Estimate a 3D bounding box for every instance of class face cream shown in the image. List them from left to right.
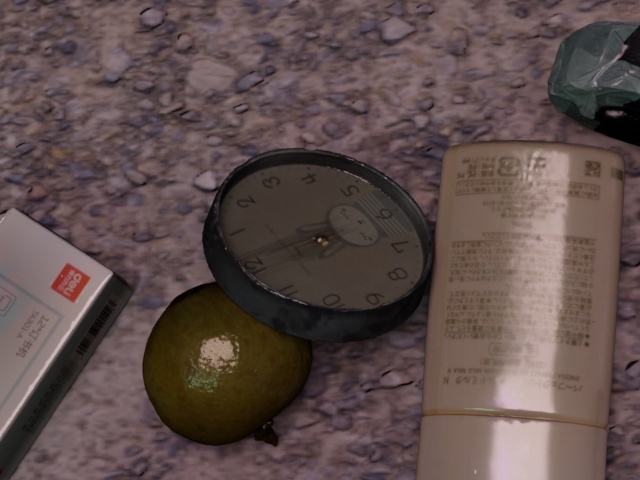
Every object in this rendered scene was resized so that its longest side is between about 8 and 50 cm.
[{"bbox_3d":[0.182,0.083,1.503,0.173,0.081,0.349,2,75,14],"label":"face cream"}]

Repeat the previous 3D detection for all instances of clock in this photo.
[{"bbox_3d":[0.000,0.000,1.516,0.215,0.042,0.215,10,45,-10],"label":"clock"}]

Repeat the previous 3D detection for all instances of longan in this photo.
[{"bbox_3d":[-0.080,0.119,1.520,0.154,0.176,0.145,-22,28,23],"label":"longan"}]

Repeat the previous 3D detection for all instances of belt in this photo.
[{"bbox_3d":[0.306,-0.134,1.505,0.198,0.151,0.078,17,79,16],"label":"belt"}]

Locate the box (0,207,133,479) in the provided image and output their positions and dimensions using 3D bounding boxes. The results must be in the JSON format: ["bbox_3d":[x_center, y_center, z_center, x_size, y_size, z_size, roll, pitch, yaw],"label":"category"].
[{"bbox_3d":[-0.311,0.114,1.583,0.135,0.079,0.269,31,82,17],"label":"box"}]
